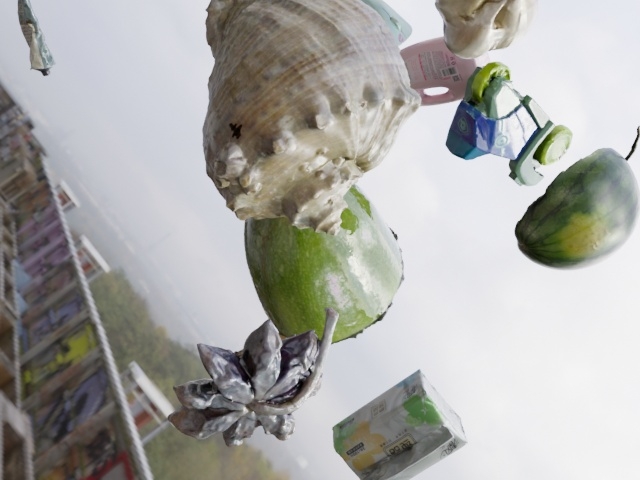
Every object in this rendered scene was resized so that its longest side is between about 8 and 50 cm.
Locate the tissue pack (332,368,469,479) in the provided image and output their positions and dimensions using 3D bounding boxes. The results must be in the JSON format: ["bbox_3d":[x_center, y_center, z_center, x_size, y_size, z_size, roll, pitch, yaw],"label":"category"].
[{"bbox_3d":[0.158,0.402,1.522,0.159,0.229,0.145,51,13,-14],"label":"tissue pack"}]

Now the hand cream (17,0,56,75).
[{"bbox_3d":[-0.570,-0.450,1.503,0.075,0.052,0.247,30,-50,59],"label":"hand cream"}]

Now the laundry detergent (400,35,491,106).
[{"bbox_3d":[0.227,-0.381,1.777,0.335,0.088,0.159,-7,-59,36],"label":"laundry detergent"}]

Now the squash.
[{"bbox_3d":[-0.032,0.003,1.386,0.310,0.310,0.309,46,-2,34],"label":"squash"}]

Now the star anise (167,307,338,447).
[{"bbox_3d":[-0.075,0.185,0.974,0.230,0.262,0.081,55,4,-38],"label":"star anise"}]

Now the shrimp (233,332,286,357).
[{"bbox_3d":[-0.141,0.319,2.014,0.063,0.287,0.152,48,33,-40],"label":"shrimp"}]

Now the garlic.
[{"bbox_3d":[0.336,-0.470,1.427,0.185,0.281,0.203,32,-2,-13],"label":"garlic"}]

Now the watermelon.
[{"bbox_3d":[0.413,-0.036,1.164,0.127,0.232,0.204,48,-26,31],"label":"watermelon"}]

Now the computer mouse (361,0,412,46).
[{"bbox_3d":[0.115,-0.625,2.064,0.288,0.159,0.097,29,-43,14],"label":"computer mouse"}]

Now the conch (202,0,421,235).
[{"bbox_3d":[-0.031,-0.177,0.966,0.352,0.297,0.210,63,8,-16],"label":"conch"}]

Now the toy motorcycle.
[{"bbox_3d":[0.371,-0.240,1.611,0.326,0.200,0.191,23,19,-52],"label":"toy motorcycle"}]
